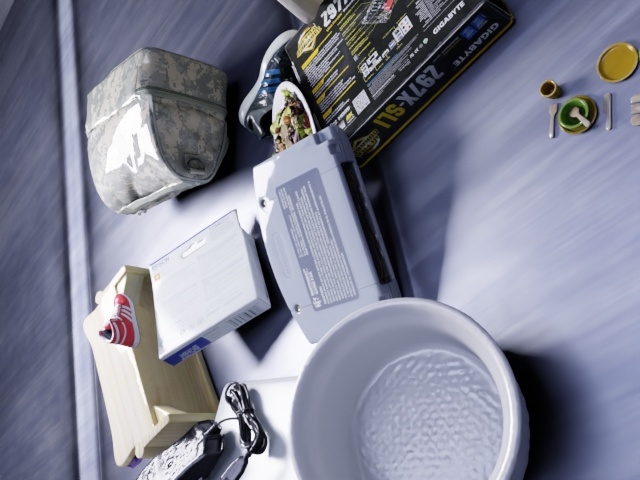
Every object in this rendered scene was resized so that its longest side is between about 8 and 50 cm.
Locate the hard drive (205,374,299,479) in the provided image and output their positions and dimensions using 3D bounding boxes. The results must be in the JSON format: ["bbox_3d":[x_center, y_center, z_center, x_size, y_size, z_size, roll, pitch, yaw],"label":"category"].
[{"bbox_3d":[-0.069,0.314,1.041,0.307,0.040,0.203,-17,50,43],"label":"hard drive"}]

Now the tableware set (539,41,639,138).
[{"bbox_3d":[0.330,-0.181,0.776,0.154,0.024,0.104,-4,79,46],"label":"tableware set"}]

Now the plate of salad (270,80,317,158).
[{"bbox_3d":[-0.051,-0.161,1.104,0.200,0.048,0.200,167,90,-70],"label":"plate of salad"}]

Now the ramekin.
[{"bbox_3d":[0.112,0.219,0.791,0.277,0.135,0.277,-12,62,25],"label":"ramekin"}]

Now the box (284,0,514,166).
[{"bbox_3d":[0.099,-0.310,1.009,0.322,0.079,0.257,-43,52,32],"label":"box"}]

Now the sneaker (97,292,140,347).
[{"bbox_3d":[-0.370,0.140,1.200,0.042,0.067,0.118,-47,52,23],"label":"sneaker"}]

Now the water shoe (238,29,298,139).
[{"bbox_3d":[-0.071,-0.276,1.198,0.080,0.073,0.203,45,121,21],"label":"water shoe"}]

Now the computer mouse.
[{"bbox_3d":[-0.182,0.363,1.055,0.262,0.060,0.184,-45,30,-3],"label":"computer mouse"}]

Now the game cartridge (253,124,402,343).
[{"bbox_3d":[0.000,0.000,1.012,0.198,0.062,0.297,-22,84,46],"label":"game cartridge"}]

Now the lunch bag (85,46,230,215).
[{"bbox_3d":[-0.332,-0.201,1.338,0.305,0.212,0.256,-15,71,45],"label":"lunch bag"}]

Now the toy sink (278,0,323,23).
[{"bbox_3d":[-0.021,-0.474,1.042,0.131,0.152,0.234,-41,22,33],"label":"toy sink"}]

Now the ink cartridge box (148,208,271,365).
[{"bbox_3d":[-0.208,0.082,1.214,0.223,0.045,0.224,-32,48,15],"label":"ink cartridge box"}]

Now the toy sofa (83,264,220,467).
[{"bbox_3d":[-0.317,0.240,1.276,0.177,0.150,0.362,-47,52,25],"label":"toy sofa"}]
